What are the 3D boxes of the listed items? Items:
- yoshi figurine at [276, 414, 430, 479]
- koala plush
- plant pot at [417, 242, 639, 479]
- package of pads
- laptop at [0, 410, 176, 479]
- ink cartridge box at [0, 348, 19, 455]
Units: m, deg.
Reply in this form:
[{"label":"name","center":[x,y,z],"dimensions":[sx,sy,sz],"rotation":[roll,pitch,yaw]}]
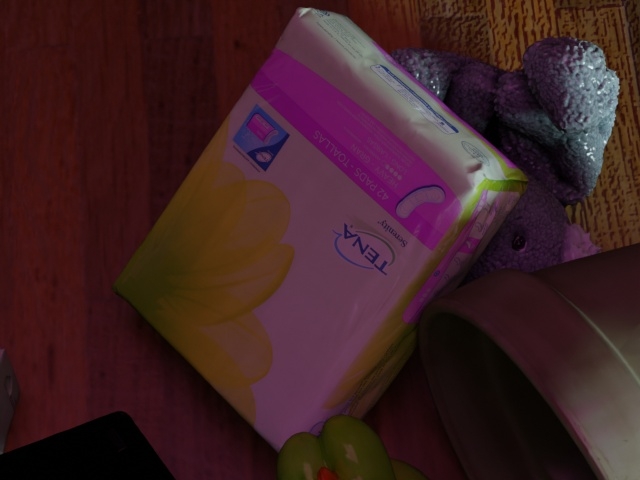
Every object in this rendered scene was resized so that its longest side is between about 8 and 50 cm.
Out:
[{"label":"yoshi figurine","center":[0.079,0.304,1.475],"dimensions":[0.203,0.203,0.362],"rotation":[-17,79,-27]},{"label":"koala plush","center":[0.162,-0.038,1.623],"dimensions":[0.196,0.203,0.221],"rotation":[-2,81,24]},{"label":"plant pot","center":[0.275,0.125,1.467],"dimensions":[0.280,0.323,0.323],"rotation":[-28,70,-14]},{"label":"package of pads","center":[0.000,0.000,1.556],"dimensions":[0.229,0.101,0.296],"rotation":[44,111,23]},{"label":"laptop","center":[-0.236,0.371,1.360],"dimensions":[0.408,0.236,0.382],"rotation":[-20,36,-19]},{"label":"ink cartridge box","center":[-0.329,0.121,1.580],"dimensions":[0.150,0.109,0.063],"rotation":[8,66,4]}]
